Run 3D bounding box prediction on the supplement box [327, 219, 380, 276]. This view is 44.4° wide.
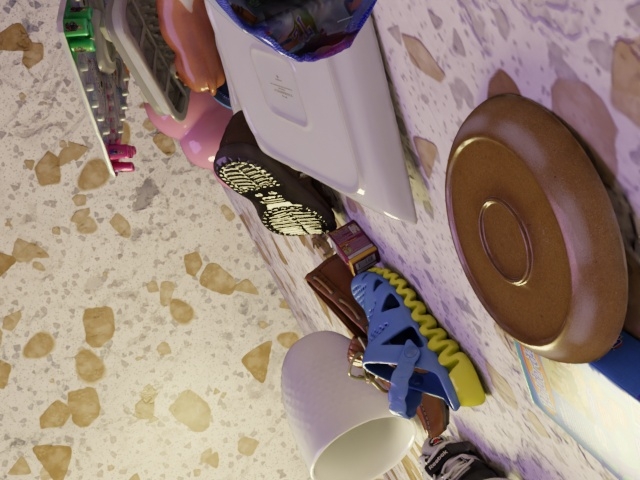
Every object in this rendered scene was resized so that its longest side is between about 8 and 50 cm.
[{"bbox_3d":[0.058,0.013,1.365,0.083,0.055,0.043,54,169,38],"label":"supplement box"}]

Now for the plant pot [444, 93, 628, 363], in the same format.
[{"bbox_3d":[0.165,-0.003,0.661,0.236,0.032,0.236,162,90,-74],"label":"plant pot"}]

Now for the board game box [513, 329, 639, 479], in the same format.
[{"bbox_3d":[0.256,0.139,0.714,0.210,0.047,0.160,45,162,58],"label":"board game box"}]

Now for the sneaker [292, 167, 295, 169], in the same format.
[{"bbox_3d":[-0.054,-0.211,1.172,0.240,0.091,0.126,63,170,-13],"label":"sneaker"}]

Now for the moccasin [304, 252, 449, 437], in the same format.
[{"bbox_3d":[0.097,0.187,1.397,0.380,0.147,0.139,57,170,20],"label":"moccasin"}]

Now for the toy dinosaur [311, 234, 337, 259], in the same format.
[{"bbox_3d":[0.000,0.000,1.646,0.183,0.053,0.092,59,172,5],"label":"toy dinosaur"}]

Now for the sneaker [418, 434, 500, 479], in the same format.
[{"bbox_3d":[0.240,0.432,1.462,0.146,0.122,0.330,56,170,14],"label":"sneaker"}]

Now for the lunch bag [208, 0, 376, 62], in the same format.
[{"bbox_3d":[-0.083,-0.344,0.489,0.328,0.238,0.386,51,160,36],"label":"lunch bag"}]

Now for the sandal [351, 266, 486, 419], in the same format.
[{"bbox_3d":[0.120,0.162,1.246,0.317,0.138,0.126,53,170,48],"label":"sandal"}]

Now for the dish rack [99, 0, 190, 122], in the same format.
[{"bbox_3d":[-0.322,-0.419,1.499,0.286,0.072,0.333,65,-156,-52],"label":"dish rack"}]

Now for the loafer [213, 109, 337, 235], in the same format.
[{"bbox_3d":[-0.060,-0.112,1.378,0.366,0.133,0.130,50,-140,-61],"label":"loafer"}]

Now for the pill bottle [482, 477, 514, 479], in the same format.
[{"bbox_3d":[0.310,0.519,1.279,0.146,0.146,0.264,48,164,53],"label":"pill bottle"}]

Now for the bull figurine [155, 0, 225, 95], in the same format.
[{"bbox_3d":[-0.235,-0.404,1.346,0.188,0.101,0.311,-140,38,-62],"label":"bull figurine"}]

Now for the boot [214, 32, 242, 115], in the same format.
[{"bbox_3d":[-0.106,-0.245,1.323,0.123,0.095,0.258,58,172,50],"label":"boot"}]

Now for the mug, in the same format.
[{"bbox_3d":[0.074,0.412,1.975,0.374,0.276,0.328,27,-157,-43],"label":"mug"}]

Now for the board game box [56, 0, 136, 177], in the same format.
[{"bbox_3d":[-0.415,-0.392,1.546,0.390,0.050,0.390,88,178,-54],"label":"board game box"}]

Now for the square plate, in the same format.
[{"bbox_3d":[-0.035,-0.202,0.984,0.347,0.049,0.344,31,149,47],"label":"square plate"}]

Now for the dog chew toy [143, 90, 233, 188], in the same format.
[{"bbox_3d":[-0.240,-0.254,1.745,0.332,0.206,0.206,53,172,-7],"label":"dog chew toy"}]

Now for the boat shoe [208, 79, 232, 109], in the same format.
[{"bbox_3d":[-0.208,-0.354,1.510,0.258,0.109,0.089,53,171,30],"label":"boat shoe"}]
